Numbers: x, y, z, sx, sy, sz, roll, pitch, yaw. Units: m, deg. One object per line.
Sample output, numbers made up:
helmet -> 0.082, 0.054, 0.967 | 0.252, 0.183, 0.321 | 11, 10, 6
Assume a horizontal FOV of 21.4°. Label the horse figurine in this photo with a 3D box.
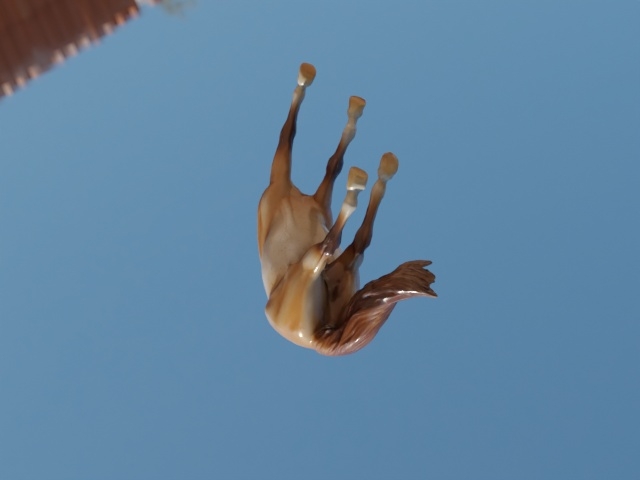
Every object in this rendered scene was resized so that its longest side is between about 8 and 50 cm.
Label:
horse figurine -> 0.000, 0.000, 1.136 | 0.066, 0.174, 0.263 | 9, -154, -20
